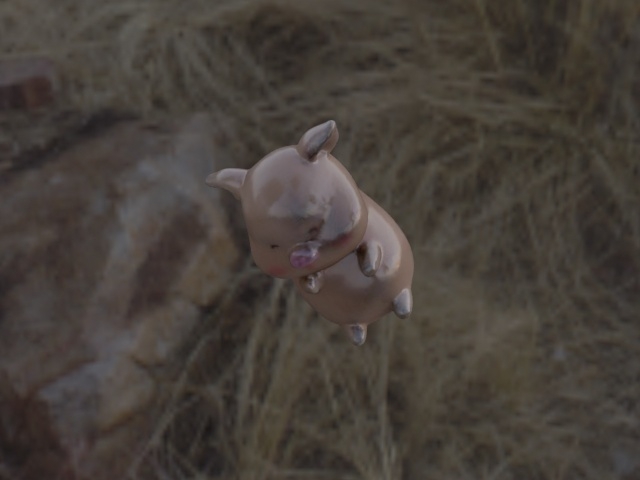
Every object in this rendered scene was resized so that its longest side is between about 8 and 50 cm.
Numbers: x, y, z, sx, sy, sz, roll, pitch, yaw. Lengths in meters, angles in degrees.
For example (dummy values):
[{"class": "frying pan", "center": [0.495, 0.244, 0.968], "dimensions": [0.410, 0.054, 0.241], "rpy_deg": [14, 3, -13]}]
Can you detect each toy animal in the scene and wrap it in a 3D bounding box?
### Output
[{"class": "toy animal", "center": [0.007, -0.009, 1.847], "dimensions": [0.166, 0.250, 0.154], "rpy_deg": [-33, 34, 9]}]
